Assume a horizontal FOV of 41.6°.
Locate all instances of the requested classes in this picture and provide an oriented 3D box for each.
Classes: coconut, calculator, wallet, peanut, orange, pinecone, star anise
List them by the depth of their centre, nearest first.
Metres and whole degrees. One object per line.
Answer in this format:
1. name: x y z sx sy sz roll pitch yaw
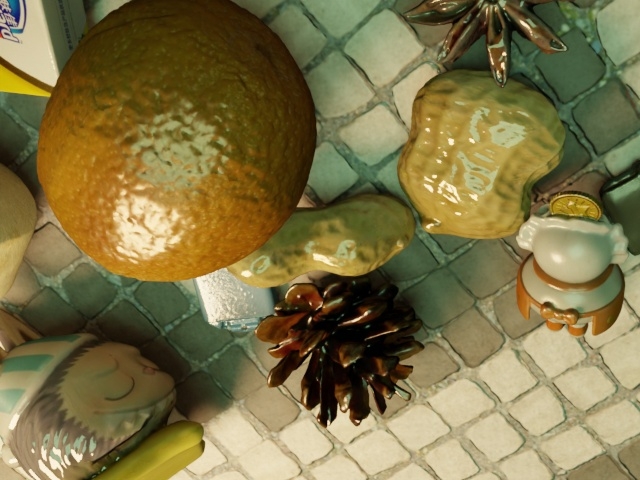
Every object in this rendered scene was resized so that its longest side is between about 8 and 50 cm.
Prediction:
1. star anise: 0.214 -0.298 0.985 0.231 0.089 0.209 -34 92 16
2. orange: -0.174 -0.109 1.002 0.322 0.322 0.357 38 128 -10
3. peanut: 0.195 -0.100 1.071 0.197 0.110 0.233 21 117 7
4. wallet: 0.450 -0.059 1.095 0.153 0.039 0.118 -27 111 15
5. peanut: 0.000 0.000 1.121 0.263 0.117 0.101 -9 106 -3
6. coconut: -0.523 -0.025 1.143 0.245 0.245 0.247 25 115 -5
7. pinecone: 0.034 0.155 1.167 0.229 0.202 0.201 -26 73 9
8. calculator: -0.130 0.041 1.223 0.121 0.039 0.210 -9 113 10

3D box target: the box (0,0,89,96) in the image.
1. box: -0.386 -0.315 1.016 0.168 0.097 0.265 10 130 12

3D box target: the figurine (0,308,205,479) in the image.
1. figurine: -0.380 0.254 1.309 0.377 0.266 0.361 53 144 17

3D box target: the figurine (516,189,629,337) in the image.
1. figurine: 0.319 0.036 1.078 0.143 0.143 0.271 -9 151 12
